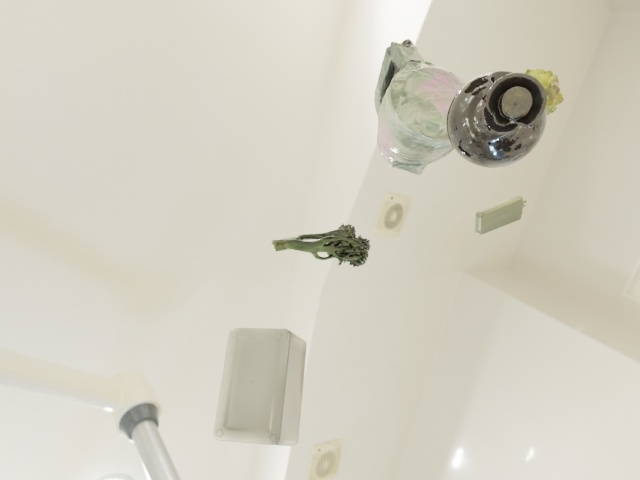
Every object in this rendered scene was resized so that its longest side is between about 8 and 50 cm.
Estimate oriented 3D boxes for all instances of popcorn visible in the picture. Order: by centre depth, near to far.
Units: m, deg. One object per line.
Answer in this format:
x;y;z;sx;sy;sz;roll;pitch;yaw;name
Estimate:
0.713;-0.494;1.485;0.142;0.173;0.173;-52;-45;-7;popcorn

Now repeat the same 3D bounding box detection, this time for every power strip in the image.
0.513;-0.074;1.259;0.168;0.028;0.076;-20;-56;-14;power strip

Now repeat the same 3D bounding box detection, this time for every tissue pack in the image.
-0.134;0.336;1.022;0.136;0.159;0.246;60;-148;-63;tissue pack

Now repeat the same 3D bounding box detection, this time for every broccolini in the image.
-0.005;0.011;0.727;0.201;0.074;0.058;-3;-49;-38;broccolini

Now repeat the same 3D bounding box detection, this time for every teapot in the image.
0.160;-0.234;0.833;0.163;0.221;0.178;-43;-8;-24;teapot

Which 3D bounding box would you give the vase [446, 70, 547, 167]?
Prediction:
0.215;-0.148;0.526;0.183;0.120;0.120;-32;-36;-75;vase
